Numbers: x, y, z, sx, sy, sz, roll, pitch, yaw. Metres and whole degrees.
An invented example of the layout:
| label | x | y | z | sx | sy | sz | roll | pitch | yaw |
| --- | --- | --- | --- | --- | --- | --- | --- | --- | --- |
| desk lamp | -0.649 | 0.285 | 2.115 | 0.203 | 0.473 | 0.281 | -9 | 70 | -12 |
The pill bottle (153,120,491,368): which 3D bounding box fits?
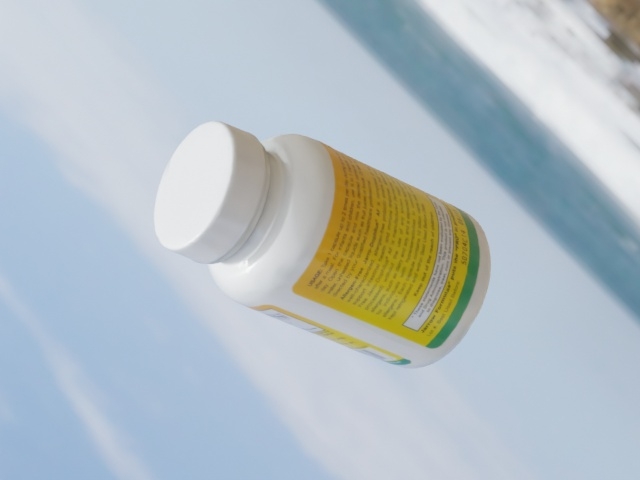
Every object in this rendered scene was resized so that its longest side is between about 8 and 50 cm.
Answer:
| label | x | y | z | sx | sy | sz | roll | pitch | yaw |
| --- | --- | --- | --- | --- | --- | --- | --- | --- | --- |
| pill bottle | 0.000 | 0.000 | 1.169 | 0.208 | 0.117 | 0.117 | 23 | -163 | -32 |
